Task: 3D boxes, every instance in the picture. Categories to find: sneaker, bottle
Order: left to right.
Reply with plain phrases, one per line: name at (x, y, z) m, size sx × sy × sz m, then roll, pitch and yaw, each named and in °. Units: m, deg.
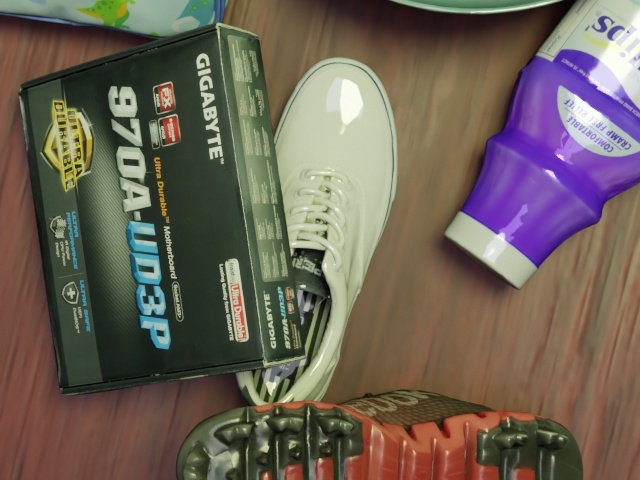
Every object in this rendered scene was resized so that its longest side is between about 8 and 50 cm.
sneaker at (0.000, 0.000, 0.863) m, size 0.094 × 0.091 × 0.258 m, roll 9°, pitch 91°, yaw 0°
sneaker at (0.029, 0.150, 0.826) m, size 0.276 × 0.135 × 0.097 m, roll 5°, pitch 89°, yaw -25°
bottle at (0.194, -0.097, 0.861) m, size 0.118 × 0.092 × 0.283 m, roll 38°, pitch 91°, yaw 0°

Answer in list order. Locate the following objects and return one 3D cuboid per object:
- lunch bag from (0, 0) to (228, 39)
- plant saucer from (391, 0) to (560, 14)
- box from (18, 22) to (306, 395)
lunch bag at (-0.160, -0.224, 0.816) m, size 0.219 × 0.176 × 0.090 m, roll 11°, pitch 52°, yaw 0°
plant saucer at (0.104, -0.288, 0.847) m, size 0.318 × 0.043 × 0.317 m, roll -1°, pitch 73°, yaw 3°
box at (-0.109, -0.015, 0.837) m, size 0.175 × 0.051 × 0.220 m, roll -10°, pitch 85°, yaw 30°
